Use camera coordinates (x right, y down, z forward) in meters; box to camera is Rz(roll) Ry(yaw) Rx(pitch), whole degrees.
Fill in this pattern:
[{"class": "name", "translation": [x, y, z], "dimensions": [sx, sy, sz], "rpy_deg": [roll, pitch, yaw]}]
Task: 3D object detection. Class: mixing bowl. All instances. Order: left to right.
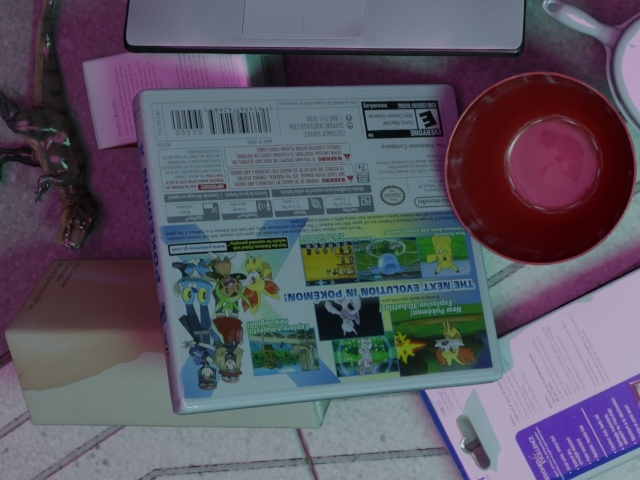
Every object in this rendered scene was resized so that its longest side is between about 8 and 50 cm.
[{"class": "mixing bowl", "translation": [0.217, -0.070, 1.608], "dimensions": [0.181, 0.098, 0.181], "rpy_deg": [1, 95, 17]}]

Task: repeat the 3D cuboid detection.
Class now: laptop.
[{"class": "laptop", "translation": [-0.002, -0.399, 1.523], "dimensions": [0.382, 0.236, 0.408], "rpy_deg": [2, 73, 10]}]

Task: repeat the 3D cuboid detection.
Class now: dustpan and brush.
[{"class": "dustpan and brush", "translation": [0.294, -0.175, 1.538], "dimensions": [0.211, 0.060, 0.147], "rpy_deg": [29, 98, 11]}]

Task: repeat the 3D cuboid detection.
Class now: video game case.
[{"class": "video game case", "translation": [0.000, 0.000, 1.574], "dimensions": [0.329, 0.036, 0.300], "rpy_deg": [-3, 77, -24]}]

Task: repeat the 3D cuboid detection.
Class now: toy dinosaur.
[{"class": "toy dinosaur", "translation": [-0.309, -0.116, 1.780], "dimensions": [0.118, 0.064, 0.268], "rpy_deg": [-11, 90, 10]}]

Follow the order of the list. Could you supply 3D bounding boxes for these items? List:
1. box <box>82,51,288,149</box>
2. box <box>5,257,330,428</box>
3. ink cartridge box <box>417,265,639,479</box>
[{"class": "box", "translation": [-0.131, -0.151, 1.685], "dimensions": [0.170, 0.130, 0.091], "rpy_deg": [-10, 92, 17]}, {"class": "box", "translation": [-0.140, 0.102, 1.689], "dimensions": [0.311, 0.148, 0.121], "rpy_deg": [-2, 121, 15]}, {"class": "ink cartridge box", "translation": [0.273, 0.134, 1.630], "dimensions": [0.332, 0.065, 0.165], "rpy_deg": [-27, 88, 15]}]
